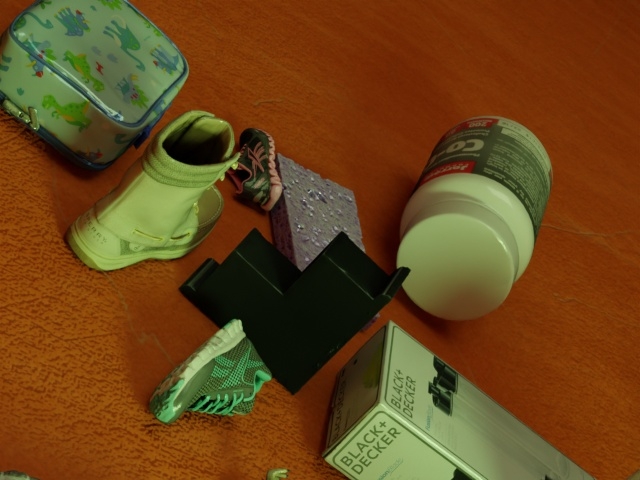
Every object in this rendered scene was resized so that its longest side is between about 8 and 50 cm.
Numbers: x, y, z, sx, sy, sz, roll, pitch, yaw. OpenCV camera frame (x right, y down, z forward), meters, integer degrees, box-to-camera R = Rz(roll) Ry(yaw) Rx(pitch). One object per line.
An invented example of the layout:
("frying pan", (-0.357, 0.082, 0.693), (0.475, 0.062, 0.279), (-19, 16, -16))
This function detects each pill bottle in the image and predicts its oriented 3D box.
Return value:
("pill bottle", (0.185, -0.029, 1.789), (0.161, 0.161, 0.283), (41, 29, -6))

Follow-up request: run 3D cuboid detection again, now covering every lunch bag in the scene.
("lunch bag", (-0.236, -0.172, 1.522), (0.176, 0.090, 0.219), (39, 30, -7))

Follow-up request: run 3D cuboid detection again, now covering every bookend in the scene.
("bookend", (-0.026, 0.039, 1.444), (0.157, 0.156, 0.072), (42, 29, -2))

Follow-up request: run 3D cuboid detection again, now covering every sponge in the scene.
("sponge", (0.000, 0.000, 1.652), (0.117, 0.031, 0.210), (27, 33, -31))

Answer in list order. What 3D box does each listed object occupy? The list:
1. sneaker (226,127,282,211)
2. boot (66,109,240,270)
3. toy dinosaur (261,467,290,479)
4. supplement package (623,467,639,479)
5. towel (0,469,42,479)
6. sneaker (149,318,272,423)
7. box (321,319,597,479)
("sneaker", (-0.081, -0.086, 1.658), (0.057, 0.047, 0.119), (12, 40, -27))
("boot", (-0.129, -0.056, 1.426), (0.077, 0.165, 0.213), (51, 32, 11))
("toy dinosaur", (-0.043, 0.245, 1.263), (0.183, 0.053, 0.093), (21, 38, -35))
("supplement package", (0.301, 0.334, 1.296), (0.175, 0.293, 0.178), (26, 32, -36))
("towel", (-0.144, 0.300, 0.983), (0.283, 0.121, 0.235), (29, 30, -23))
("sneaker", (-0.092, 0.131, 1.343), (0.076, 0.065, 0.166), (49, 31, 0))
("box", (0.145, 0.227, 1.470), (0.290, 0.087, 0.169), (38, 24, -10))
